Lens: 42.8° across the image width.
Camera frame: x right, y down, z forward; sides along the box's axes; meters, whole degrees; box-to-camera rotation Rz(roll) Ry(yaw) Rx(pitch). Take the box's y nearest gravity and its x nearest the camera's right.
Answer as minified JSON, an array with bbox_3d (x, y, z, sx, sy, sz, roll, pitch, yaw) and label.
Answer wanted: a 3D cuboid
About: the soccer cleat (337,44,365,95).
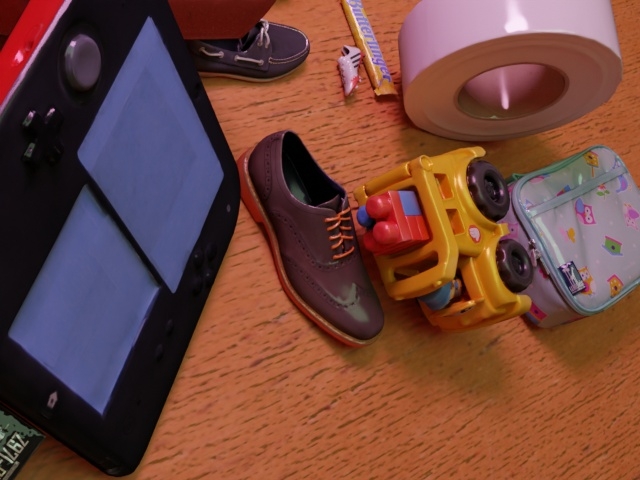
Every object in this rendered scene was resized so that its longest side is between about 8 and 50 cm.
[{"bbox_3d":[0.037,-0.228,1.099,0.035,0.029,0.083,22,57,-15],"label":"soccer cleat"}]

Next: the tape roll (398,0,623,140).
[{"bbox_3d":[0.247,-0.235,1.079,0.286,0.286,0.100,10,66,-31],"label":"tape roll"}]

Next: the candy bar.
[{"bbox_3d":[0.066,-0.274,1.141,0.040,0.018,0.162,-14,81,-37],"label":"candy bar"}]

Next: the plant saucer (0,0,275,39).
[{"bbox_3d":[-0.215,-0.229,0.820,0.258,0.259,0.048,-12,111,-36],"label":"plant saucer"}]

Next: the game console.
[{"bbox_3d":[-0.173,-0.010,0.695,0.060,0.387,0.342,6,61,15],"label":"game console"}]

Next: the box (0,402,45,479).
[{"bbox_3d":[-0.333,0.185,0.637,0.147,0.077,0.180,39,68,-15],"label":"box"}]

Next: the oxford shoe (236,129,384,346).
[{"bbox_3d":[0.000,0.000,0.938,0.097,0.098,0.271,-35,93,-37],"label":"oxford shoe"}]

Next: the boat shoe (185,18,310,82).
[{"bbox_3d":[-0.088,-0.239,0.994,0.206,0.065,0.075,-11,78,-36],"label":"boat shoe"}]

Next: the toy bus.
[{"bbox_3d":[0.129,0.007,0.964,0.211,0.149,0.220,-8,78,-51],"label":"toy bus"}]

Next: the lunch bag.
[{"bbox_3d":[0.366,-0.014,1.182,0.279,0.108,0.224,-23,86,-37],"label":"lunch bag"}]
